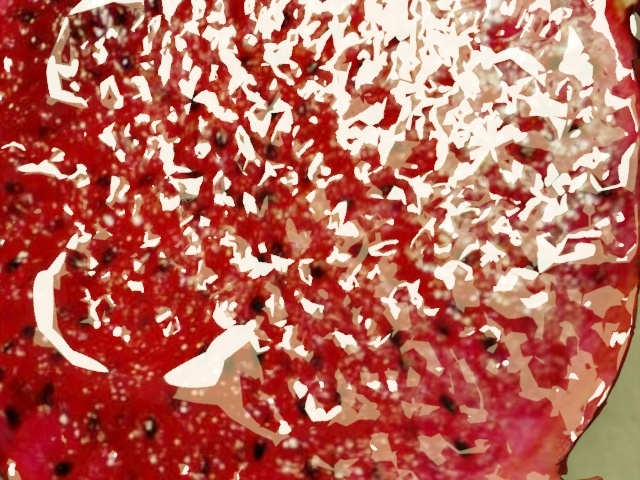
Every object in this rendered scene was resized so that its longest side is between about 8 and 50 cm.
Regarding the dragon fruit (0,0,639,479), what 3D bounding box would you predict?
[{"bbox_3d":[0.000,0.000,0.756,0.371,0.249,0.386,-39,70,6],"label":"dragon fruit"}]
